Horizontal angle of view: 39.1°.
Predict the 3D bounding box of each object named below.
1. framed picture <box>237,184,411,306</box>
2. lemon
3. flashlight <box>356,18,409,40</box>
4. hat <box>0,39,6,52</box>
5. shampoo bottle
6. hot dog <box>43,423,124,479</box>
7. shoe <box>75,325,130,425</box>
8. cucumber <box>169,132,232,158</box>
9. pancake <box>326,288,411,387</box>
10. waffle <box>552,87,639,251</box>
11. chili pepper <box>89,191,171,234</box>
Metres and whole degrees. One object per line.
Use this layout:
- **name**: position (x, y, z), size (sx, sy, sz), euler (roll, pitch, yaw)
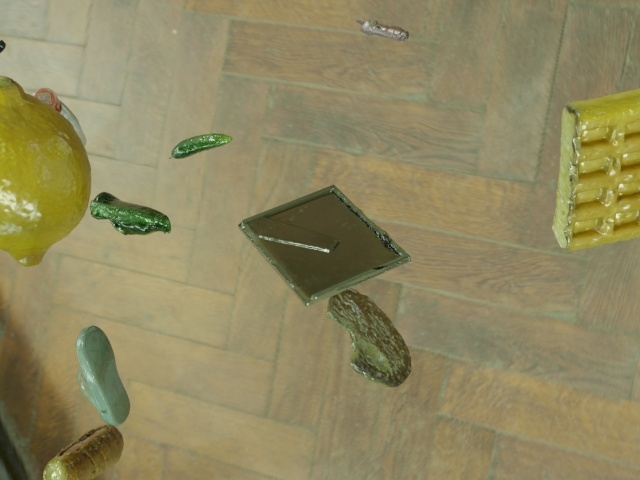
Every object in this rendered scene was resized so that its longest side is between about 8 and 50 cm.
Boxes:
- **framed picture**: position (0.000, 0.000, 1.580), size (0.209, 0.019, 0.281), euler (-22, 38, -17)
- **lemon**: position (-0.390, -0.087, 1.153), size (0.187, 0.187, 0.244), euler (-6, 101, 20)
- **flashlight**: position (0.126, -0.423, 1.802), size (0.110, 0.052, 0.031), euler (19, 77, 23)
- **hat**: position (-0.704, -0.294, 1.756), size (0.209, 0.336, 0.238), euler (-17, 76, -9)
- **shampoo bottle**: position (-0.475, -0.221, 1.608), size (0.108, 0.221, 0.051), euler (39, 78, -1)
- **hot dog**: position (-0.417, 0.393, 1.615), size (0.061, 0.286, 0.088), euler (-2, 96, 8)
- **shoe**: position (-0.394, 0.238, 1.558), size (0.078, 0.079, 0.195), euler (-7, 119, 21)
- **cucumber**: position (-0.260, -0.201, 1.896), size (0.168, 0.039, 0.039), euler (-12, 86, 29)
- **pancake**: position (0.100, 0.191, 1.803), size (0.029, 0.212, 0.235), euler (-42, 56, 30)
- **waffle**: position (0.467, -0.111, 1.350), size (0.221, 0.055, 0.248), euler (-11, 124, -8)
- **chili pepper**: position (-0.366, -0.042, 1.769), size (0.216, 0.108, 0.062), euler (17, 78, 41)
